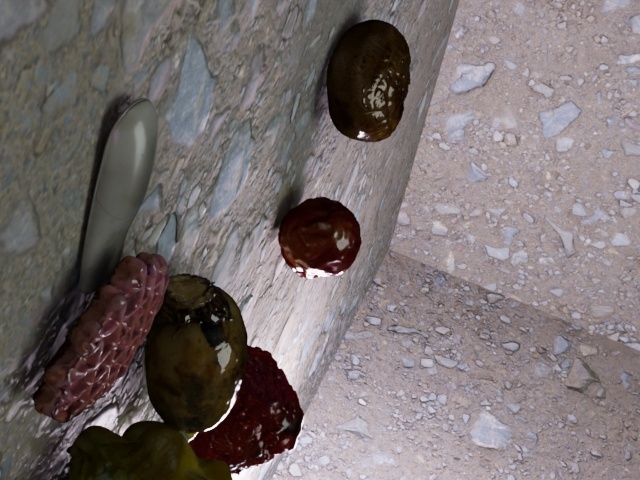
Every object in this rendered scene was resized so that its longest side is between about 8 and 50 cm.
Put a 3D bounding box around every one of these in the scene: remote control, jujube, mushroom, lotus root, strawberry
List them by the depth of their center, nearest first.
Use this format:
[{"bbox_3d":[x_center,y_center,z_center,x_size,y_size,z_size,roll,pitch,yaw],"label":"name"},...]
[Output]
[{"bbox_3d":[-0.210,-0.043,0.892,0.073,0.044,0.229,-53,163,-64],"label":"remote control"},{"bbox_3d":[-0.177,0.171,1.184,0.169,0.142,0.314,-102,-162,-50],"label":"lotus root"},{"bbox_3d":[-0.138,0.332,1.584,0.274,0.221,0.274,19,90,-77],"label":"strawberry"},{"bbox_3d":[0.096,-0.312,1.642,0.253,0.154,0.253,12,90,-77],"label":"mushroom"},{"bbox_3d":[0.000,0.000,1.727,0.250,0.174,0.174,95,20,-77],"label":"jujube"}]

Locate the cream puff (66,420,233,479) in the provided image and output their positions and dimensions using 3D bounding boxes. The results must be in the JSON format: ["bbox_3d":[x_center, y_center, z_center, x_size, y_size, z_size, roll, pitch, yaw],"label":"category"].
[{"bbox_3d":[-0.219,0.409,1.075,0.323,0.270,0.274,-65,154,-13],"label":"cream puff"}]

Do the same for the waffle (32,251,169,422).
[{"bbox_3d":[-0.243,0.112,0.965,0.221,0.056,0.234,-59,179,-10],"label":"waffle"}]
